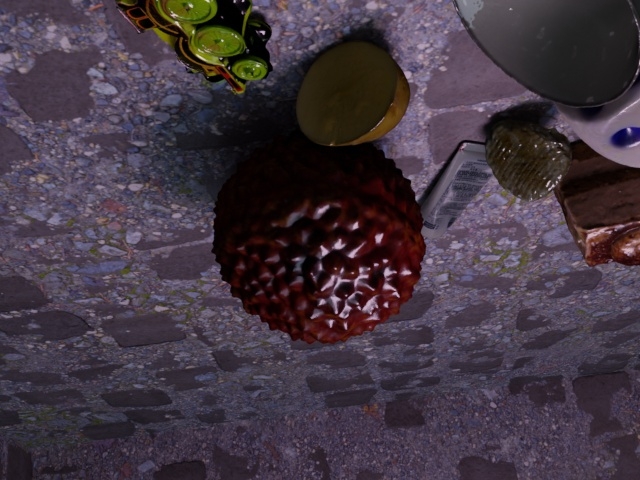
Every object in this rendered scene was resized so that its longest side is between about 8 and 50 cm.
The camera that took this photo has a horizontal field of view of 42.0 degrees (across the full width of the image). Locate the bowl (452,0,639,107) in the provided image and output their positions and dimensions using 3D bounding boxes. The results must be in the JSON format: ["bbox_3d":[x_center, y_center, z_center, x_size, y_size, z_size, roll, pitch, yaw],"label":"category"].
[{"bbox_3d":[0.357,-0.370,1.207,0.157,0.337,0.337,-44,158,-16],"label":"bowl"}]

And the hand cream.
[{"bbox_3d":[0.297,-0.107,1.881,0.124,0.077,0.340,5,143,-20],"label":"hand cream"}]

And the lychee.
[{"bbox_3d":[0.000,0.000,1.640,0.425,0.424,0.500,-9,158,6],"label":"lychee"}]

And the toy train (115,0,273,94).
[{"bbox_3d":[-0.184,-0.334,1.291,0.161,0.100,0.296,-8,154,21],"label":"toy train"}]

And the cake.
[{"bbox_3d":[0.618,-0.059,1.779,0.199,0.293,0.196,-16,151,10],"label":"cake"}]

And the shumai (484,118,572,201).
[{"bbox_3d":[0.436,-0.169,1.686,0.184,0.184,0.142,-34,176,43],"label":"shumai"}]

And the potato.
[{"bbox_3d":[0.083,-0.245,1.459,0.203,0.178,0.158,-42,154,29],"label":"potato"}]

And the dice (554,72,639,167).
[{"bbox_3d":[0.542,-0.279,1.369,0.251,0.259,0.243,10,147,-28],"label":"dice"}]
